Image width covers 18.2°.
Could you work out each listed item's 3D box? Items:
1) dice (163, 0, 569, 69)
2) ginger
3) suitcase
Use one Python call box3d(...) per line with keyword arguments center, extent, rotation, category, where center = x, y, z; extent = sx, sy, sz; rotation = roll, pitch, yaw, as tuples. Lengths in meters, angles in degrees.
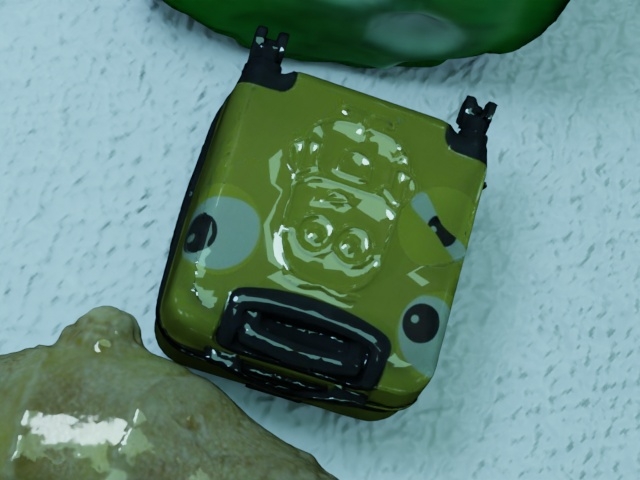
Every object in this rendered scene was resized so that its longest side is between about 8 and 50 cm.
box3d(center=(0.031, -0.296, 1.365), extent=(0.300, 0.297, 0.287), rotation=(9, 68, -8), category="dice")
box3d(center=(-0.105, 0.160, 1.288), extent=(0.354, 0.126, 0.190), rotation=(25, 80, -6), category="ginger")
box3d(center=(0.000, 0.000, 1.348), extent=(0.194, 0.143, 0.235), rotation=(18, 70, -6), category="suitcase")
